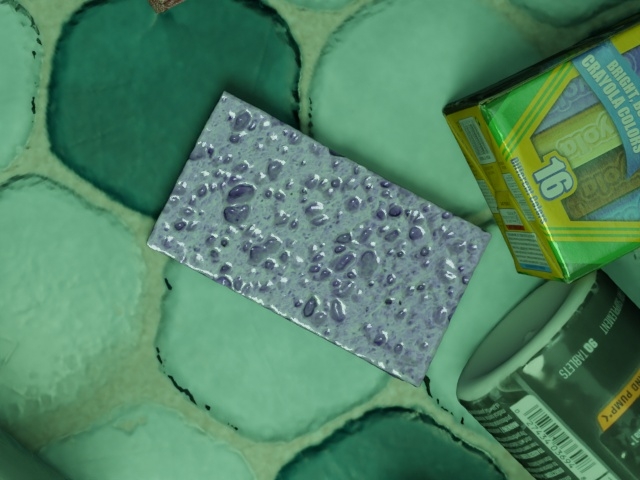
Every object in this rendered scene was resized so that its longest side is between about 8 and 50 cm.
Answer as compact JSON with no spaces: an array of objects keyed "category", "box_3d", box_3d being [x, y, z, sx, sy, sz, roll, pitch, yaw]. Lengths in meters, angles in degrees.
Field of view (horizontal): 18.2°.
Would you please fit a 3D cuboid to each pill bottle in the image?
[{"category":"pill bottle","box_3d":[0.216,0.142,1.322,0.245,0.130,0.130,45,85,-7]}]

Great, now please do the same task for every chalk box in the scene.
[{"category":"chalk box","box_3d":[0.211,-0.077,1.316,0.213,0.132,0.132,-26,94,-6]}]

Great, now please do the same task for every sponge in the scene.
[{"category":"sponge","box_3d":[0.000,0.000,1.337,0.210,0.031,0.117,28,87,-8]}]

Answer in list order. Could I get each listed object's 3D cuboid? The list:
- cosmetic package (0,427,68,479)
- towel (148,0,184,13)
[{"category":"cosmetic package","box_3d":[-0.250,0.166,1.206,0.225,0.224,0.138,38,86,-8]},{"category":"towel","box_3d":[-0.094,-0.347,1.316,0.237,0.037,0.329,-33,95,-7]}]
